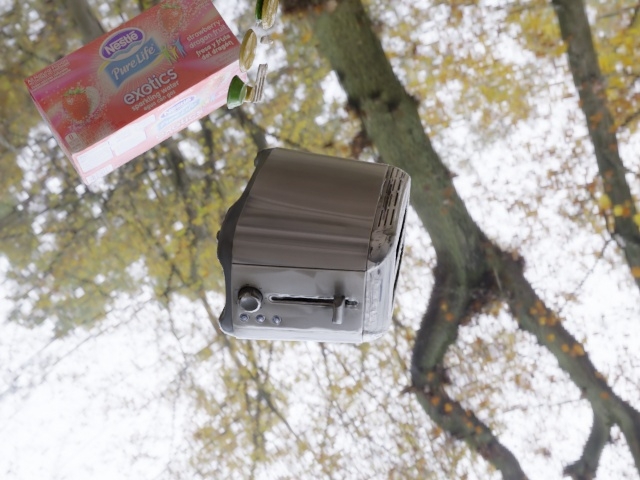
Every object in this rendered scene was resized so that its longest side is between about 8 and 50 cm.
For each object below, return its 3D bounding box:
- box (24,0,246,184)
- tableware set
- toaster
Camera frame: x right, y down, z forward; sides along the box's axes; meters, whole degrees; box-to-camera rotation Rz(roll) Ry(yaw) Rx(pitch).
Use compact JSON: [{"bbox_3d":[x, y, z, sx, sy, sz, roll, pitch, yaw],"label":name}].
[{"bbox_3d":[-0.271,-0.234,1.496,0.300,0.154,0.142,-33,-98,-11],"label":"box"},{"bbox_3d":[-0.077,-0.223,1.095,0.024,0.154,0.104,14,-165,11],"label":"tableware set"},{"bbox_3d":[0.000,0.000,0.891,0.146,0.129,0.227,7,-150,7],"label":"toaster"}]
